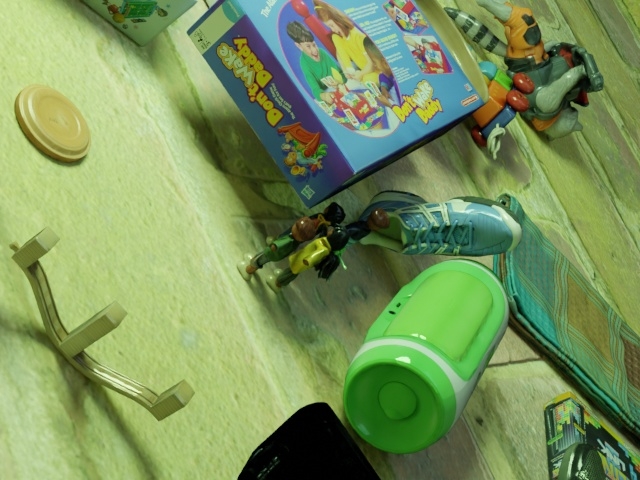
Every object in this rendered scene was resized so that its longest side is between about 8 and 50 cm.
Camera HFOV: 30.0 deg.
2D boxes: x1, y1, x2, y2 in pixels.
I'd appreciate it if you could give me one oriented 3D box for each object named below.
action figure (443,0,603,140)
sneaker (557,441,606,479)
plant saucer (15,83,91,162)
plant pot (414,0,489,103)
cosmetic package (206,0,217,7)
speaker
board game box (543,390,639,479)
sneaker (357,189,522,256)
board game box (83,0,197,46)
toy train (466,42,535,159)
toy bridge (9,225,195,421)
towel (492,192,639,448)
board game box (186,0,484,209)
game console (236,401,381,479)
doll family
[{"bbox_3d":[0.378,-0.333,2.223,0.330,0.179,0.341,59,0,-8],"label":"action figure"},{"bbox_3d":[0.348,0.337,1.400,0.087,0.130,0.227,35,44,-34],"label":"sneaker"},{"bbox_3d":[-0.247,-0.111,1.115,0.083,0.013,0.083,37,34,-30],"label":"plant saucer"},{"bbox_3d":[0.141,-0.274,1.770,0.237,0.110,0.237,47,23,-27],"label":"plant pot"},{"bbox_3d":[-0.025,-0.303,1.575,0.377,0.097,0.284,61,27,10],"label":"cosmetic package"},{"bbox_3d":[0.123,0.119,1.323,0.131,0.131,0.296,54,28,-3],"label":"speaker"},{"bbox_3d":[0.368,0.304,1.586,0.170,0.048,0.141,42,30,-24],"label":"board game box"},{"bbox_3d":[0.139,-0.008,1.439,0.081,0.211,0.080,-40,127,-50],"label":"sneaker"},{"bbox_3d":[-0.269,-0.384,1.286,0.303,0.097,0.224,36,34,-33],"label":"board game box"},{"bbox_3d":[0.251,-0.228,1.925,0.143,0.105,0.248,41,30,-6],"label":"toy train"},{"bbox_3d":[-0.185,0.073,0.962,0.188,0.063,0.026,50,28,-13],"label":"toy bridge"},{"bbox_3d":[0.387,0.119,1.821,0.370,0.040,0.271,43,31,-22],"label":"towel"},{"bbox_3d":[0.032,-0.197,1.380,0.233,0.078,0.347,56,36,2],"label":"board game box"},{"bbox_3d":[0.051,0.330,1.076,0.361,0.044,0.213,55,28,-1],"label":"game console"},{"bbox_3d":[0.000,0.000,1.274,0.076,0.111,0.193,53,28,-4],"label":"doll family"}]
